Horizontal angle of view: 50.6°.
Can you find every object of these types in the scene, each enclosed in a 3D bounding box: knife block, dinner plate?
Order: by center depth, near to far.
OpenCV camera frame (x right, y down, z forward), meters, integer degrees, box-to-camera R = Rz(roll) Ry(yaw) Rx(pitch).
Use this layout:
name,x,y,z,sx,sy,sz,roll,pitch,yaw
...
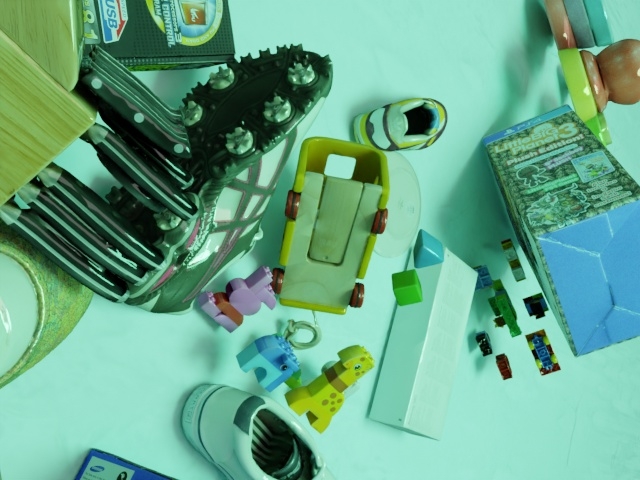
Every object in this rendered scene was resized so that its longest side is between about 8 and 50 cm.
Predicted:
name,x,y,z,sx,sy,sz,roll,pitch,yaw
knife block,-0.215,-0.074,0.418,0.276,0.088,0.241,-1,115,-15
dinner plate,0.098,-0.047,0.884,0.141,0.017,0.141,-5,96,-50

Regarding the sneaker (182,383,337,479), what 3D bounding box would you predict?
name,x,y,z,sx,sy,sz,roll,pitch,yaw
sneaker,-0.036,0.238,0.685,0.258,0.091,0.094,51,56,-37

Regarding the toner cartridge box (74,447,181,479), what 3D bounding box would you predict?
name,x,y,z,sx,sy,sz,roll,pitch,yaw
toner cartridge box,-0.054,0.300,0.614,0.348,0.165,0.075,47,58,-40

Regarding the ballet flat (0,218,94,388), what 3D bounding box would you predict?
name,x,y,z,sx,sy,sz,roll,pitch,yaw
ballet flat,-0.267,0.066,0.373,0.349,0.123,0.123,-18,105,-42

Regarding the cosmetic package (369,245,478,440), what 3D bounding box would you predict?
name,x,y,z,sx,sy,sz,roll,pitch,yaw
cosmetic package,0.140,0.135,0.905,0.099,0.061,0.238,35,66,-46

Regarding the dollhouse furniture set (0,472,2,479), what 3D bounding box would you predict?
name,x,y,z,sx,sy,sz,roll,pitch,yaw
dollhouse furniture set,-0.295,0.230,0.271,0.304,0.286,0.197,-9,92,-20

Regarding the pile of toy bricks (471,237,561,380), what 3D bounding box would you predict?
name,x,y,z,sx,sy,sz,roll,pitch,yaw
pile of toy bricks,0.296,0.109,1.071,0.212,0.118,0.105,67,16,-4

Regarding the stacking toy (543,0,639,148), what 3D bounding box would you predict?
name,x,y,z,sx,sy,sz,roll,pitch,yaw
stacking toy,0.486,-0.291,1.151,0.279,0.131,0.308,48,35,-45

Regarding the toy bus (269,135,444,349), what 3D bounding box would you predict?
name,x,y,z,sx,sy,sz,roll,pitch,yaw
toy bus,0.008,-0.008,0.710,0.191,0.202,0.104,52,24,-29

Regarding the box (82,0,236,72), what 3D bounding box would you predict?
name,x,y,z,sx,sy,sz,roll,pitch,yaw
box,-0.180,-0.267,0.521,0.216,0.060,0.269,-18,105,-47

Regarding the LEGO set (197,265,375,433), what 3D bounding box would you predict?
name,x,y,z,sx,sy,sz,roll,pitch,yaw
LEGO set,-0.008,0.115,0.679,0.093,0.087,0.227,-39,126,4

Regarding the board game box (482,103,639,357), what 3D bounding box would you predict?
name,x,y,z,sx,sy,sz,roll,pitch,yaw
board game box,0.367,-0.023,0.993,0.291,0.141,0.232,-93,158,-56

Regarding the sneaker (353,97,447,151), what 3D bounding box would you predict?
name,x,y,z,sx,sy,sz,roll,pitch,yaw
sneaker,0.126,-0.147,0.856,0.186,0.084,0.069,-25,104,-45

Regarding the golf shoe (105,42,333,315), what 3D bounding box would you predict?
name,x,y,z,sx,sy,sz,roll,pitch,yaw
golf shoe,-0.084,-0.055,0.596,0.272,0.105,0.120,-50,150,-10
